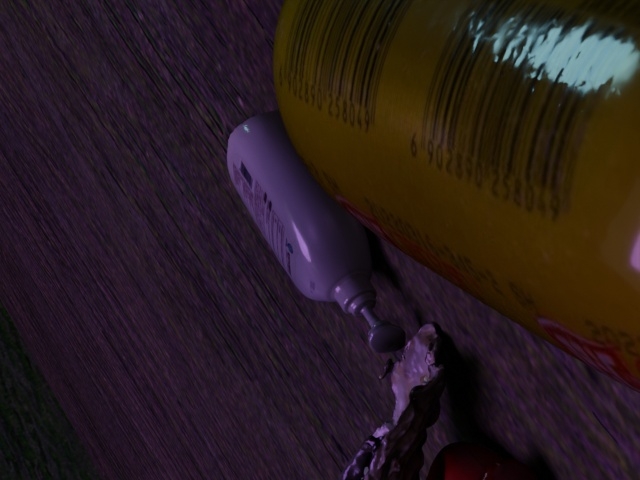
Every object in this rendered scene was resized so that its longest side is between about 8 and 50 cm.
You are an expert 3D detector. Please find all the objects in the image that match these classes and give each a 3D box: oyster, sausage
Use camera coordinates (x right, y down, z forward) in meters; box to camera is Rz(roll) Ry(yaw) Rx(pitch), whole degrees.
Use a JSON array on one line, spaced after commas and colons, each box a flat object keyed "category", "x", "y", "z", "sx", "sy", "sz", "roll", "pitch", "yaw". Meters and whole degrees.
[{"category": "oyster", "x": 0.041, "y": 0.134, "z": 1.009, "sx": 0.061, "sy": 0.106, "sz": 0.200, "roll": 18, "pitch": 135, "yaw": 5}, {"category": "sausage", "x": 0.079, "y": -0.034, "z": 0.553, "sx": 0.347, "sy": 0.123, "sz": 0.123, "roll": 35, "pitch": 147, "yaw": 64}]

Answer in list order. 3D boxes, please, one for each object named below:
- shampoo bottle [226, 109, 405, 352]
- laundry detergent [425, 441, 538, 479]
[{"category": "shampoo bottle", "x": 0.000, "y": 0.000, "z": 1.040, "sx": 0.152, "sy": 0.045, "sz": 0.077, "roll": 58, "pitch": 162, "yaw": 33}, {"category": "laundry detergent", "x": 0.084, "y": 0.147, "z": 0.989, "sx": 0.165, "sy": 0.049, "sz": 0.097, "roll": 103, "pitch": 150, "yaw": -63}]
